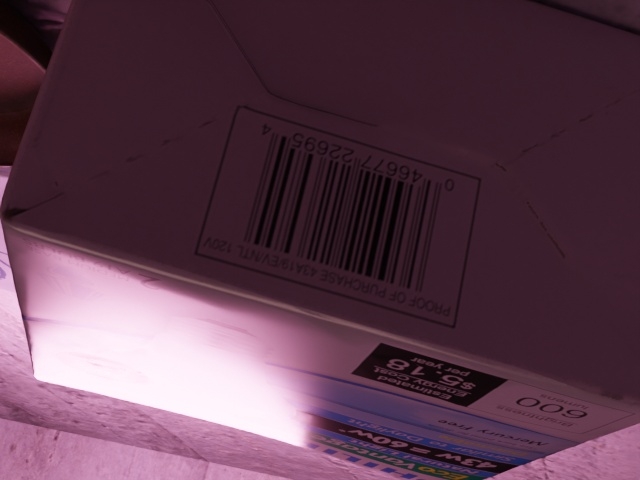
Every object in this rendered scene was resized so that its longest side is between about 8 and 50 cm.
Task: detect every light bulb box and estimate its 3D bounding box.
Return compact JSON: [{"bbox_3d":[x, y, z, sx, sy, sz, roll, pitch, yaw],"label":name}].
[{"bbox_3d":[0.000,0.000,0.715,0.357,0.225,0.361,16,158,-5],"label":"light bulb box"}]

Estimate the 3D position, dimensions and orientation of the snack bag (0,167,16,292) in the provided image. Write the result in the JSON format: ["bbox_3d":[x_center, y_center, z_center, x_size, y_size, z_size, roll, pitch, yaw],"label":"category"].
[{"bbox_3d":[-0.310,-0.009,1.149,0.323,0.037,0.342,13,154,4],"label":"snack bag"}]

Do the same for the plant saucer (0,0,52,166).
[{"bbox_3d":[-0.326,-0.149,0.798,0.310,0.050,0.310,13,159,5],"label":"plant saucer"}]
